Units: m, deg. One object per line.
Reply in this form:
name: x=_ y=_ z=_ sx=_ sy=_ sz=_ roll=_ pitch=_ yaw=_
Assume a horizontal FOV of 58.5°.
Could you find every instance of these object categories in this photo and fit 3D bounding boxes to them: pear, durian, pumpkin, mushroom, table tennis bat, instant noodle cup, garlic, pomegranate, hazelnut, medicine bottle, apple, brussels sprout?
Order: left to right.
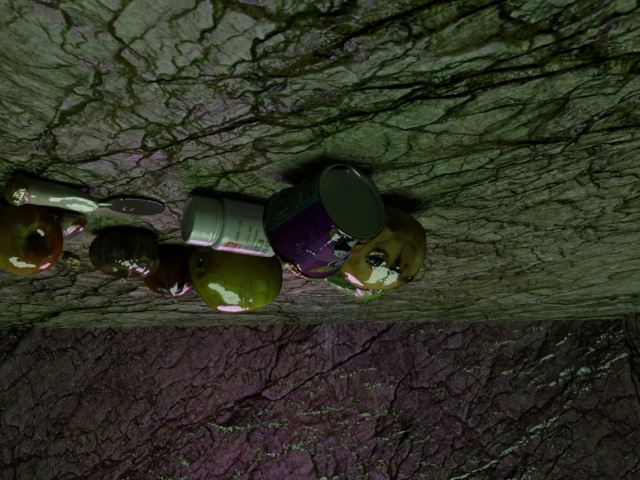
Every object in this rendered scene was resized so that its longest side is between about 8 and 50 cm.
apple: x=-0.804 y=-0.004 z=1.539 sx=0.195 sy=0.196 sz=0.196 roll=0 pitch=163 yaw=0
mushroom: x=-0.655 y=-0.112 z=1.402 sx=0.209 sy=0.071 sz=0.084 roll=10 pitch=131 yaw=-38
garlic: x=-0.724 y=-0.034 z=1.649 sx=0.084 sy=0.066 sz=0.152 roll=8 pitch=159 yaw=-30
brussels sprout: x=-0.887 y=0.066 z=2.030 sx=0.050 sy=0.046 sz=0.083 roll=1 pitch=154 yaw=10
table tennis bat: x=-0.538 y=-0.096 z=1.537 sx=0.234 sy=0.022 sz=0.131 roll=3 pitch=164 yaw=-18
pumpkin: x=-0.604 y=0.056 z=1.793 sx=0.218 sy=0.163 sz=0.219 roll=2 pitch=159 yaw=1
hazelnut: x=-0.505 y=0.111 z=1.954 sx=0.203 sy=0.178 sz=0.178 roll=7 pitch=162 yaw=-22
medicine bottle: x=-0.231 y=-0.040 z=1.513 sx=0.251 sy=0.145 sz=0.144 roll=12 pitch=159 yaw=-30
pear: x=-0.253 y=0.097 z=1.752 sx=0.268 sy=0.270 sz=0.321 roll=-10 pitch=170 yaw=29
instant noodle cup: x=0.019 y=-0.055 z=1.331 sx=0.251 sy=0.252 sz=0.190 roll=12 pitch=150 yaw=-34
durian: x=0.130 y=0.093 z=1.894 sx=0.255 sy=0.205 sz=0.339 roll=11 pitch=174 yaw=12
pomegranate: x=0.160 y=0.018 z=1.555 sx=0.260 sy=0.261 sz=0.260 roll=0 pitch=163 yaw=0
